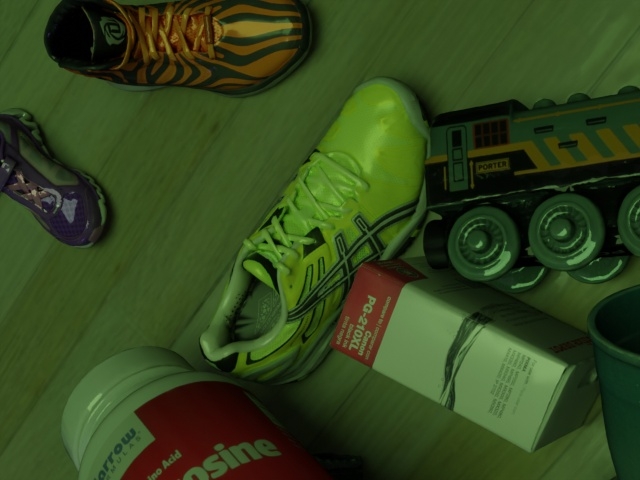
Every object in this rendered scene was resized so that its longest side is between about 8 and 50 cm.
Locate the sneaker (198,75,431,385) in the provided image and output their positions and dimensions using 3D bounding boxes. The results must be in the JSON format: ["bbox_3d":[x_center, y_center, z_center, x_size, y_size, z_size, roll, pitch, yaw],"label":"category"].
[{"bbox_3d":[0.000,0.000,1.428,0.145,0.147,0.385,32,105,26],"label":"sneaker"}]

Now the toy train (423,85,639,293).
[{"bbox_3d":[0.255,-0.056,1.302,0.333,0.142,0.190,-8,78,28],"label":"toy train"}]

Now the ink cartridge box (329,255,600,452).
[{"bbox_3d":[0.158,0.109,1.330,0.237,0.172,0.100,26,104,25],"label":"ink cartridge box"}]

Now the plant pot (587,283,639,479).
[{"bbox_3d":[0.382,0.187,1.176,0.271,0.271,0.255,3,107,28],"label":"plant pot"}]

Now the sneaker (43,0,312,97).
[{"bbox_3d":[-0.179,-0.226,1.499,0.321,0.180,0.125,-6,89,28],"label":"sneaker"}]

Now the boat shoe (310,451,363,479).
[{"bbox_3d":[-0.030,0.287,1.502,0.183,0.065,0.083,-5,87,21],"label":"boat shoe"}]

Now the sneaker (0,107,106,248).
[{"bbox_3d":[-0.371,-0.077,1.650,0.236,0.104,0.095,44,109,19],"label":"sneaker"}]

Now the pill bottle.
[{"bbox_3d":[-0.111,0.283,1.363,0.407,0.229,0.229,38,110,46],"label":"pill bottle"}]

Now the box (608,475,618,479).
[{"bbox_3d":[0.293,0.341,1.310,0.130,0.091,0.170,-40,73,23],"label":"box"}]
